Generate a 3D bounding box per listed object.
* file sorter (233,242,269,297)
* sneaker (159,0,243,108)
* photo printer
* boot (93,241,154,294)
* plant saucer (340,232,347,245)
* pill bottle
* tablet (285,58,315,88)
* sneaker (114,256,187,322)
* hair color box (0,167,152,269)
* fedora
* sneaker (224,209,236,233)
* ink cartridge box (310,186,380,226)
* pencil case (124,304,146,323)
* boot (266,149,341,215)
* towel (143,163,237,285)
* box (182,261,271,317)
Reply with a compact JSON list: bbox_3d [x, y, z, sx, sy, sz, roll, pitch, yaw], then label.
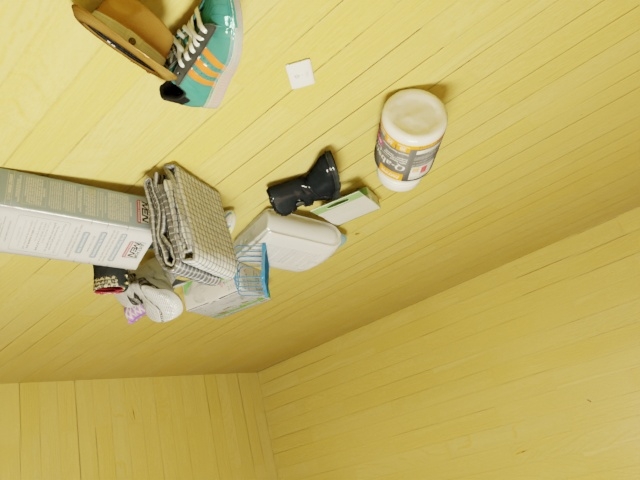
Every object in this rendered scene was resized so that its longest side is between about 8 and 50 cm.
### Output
[{"bbox_3d":[-0.221,0.099,1.758,0.104,0.118,0.170,0,153,0],"label":"file sorter"},{"bbox_3d":[-0.224,-0.341,0.997,0.121,0.108,0.302,-8,159,-26],"label":"sneaker"},{"bbox_3d":[-0.101,0.010,1.848,0.308,0.107,0.256,13,149,-31],"label":"photo printer"},{"bbox_3d":[-0.572,0.067,1.648,0.236,0.178,0.085,-5,153,-18],"label":"boot"},{"bbox_3d":[0.000,0.000,2.035,0.195,0.037,0.195,-13,157,-6],"label":"plant saucer"},{"bbox_3d":[0.225,-0.248,1.425,0.162,0.162,0.278,-12,157,-6],"label":"pill bottle"},{"bbox_3d":[-0.043,-0.361,1.194,0.054,0.006,0.083,-15,157,2],"label":"tablet"},{"bbox_3d":[-0.502,0.135,1.748,0.366,0.137,0.210,8,-147,44],"label":"sneaker"},{"bbox_3d":[-0.617,-0.043,1.366,0.374,0.113,0.185,12,139,-33],"label":"hair color box"},{"bbox_3d":[-0.312,-0.349,0.920,0.079,0.194,0.194,-58,151,-1],"label":"fedora"},{"bbox_3d":[-0.369,-0.028,1.673,0.240,0.091,0.126,-36,142,27],"label":"sneaker"},{"bbox_3d":[0.079,-0.119,1.757,0.171,0.056,0.235,-22,161,18],"label":"ink cartridge box"},{"bbox_3d":[-0.678,0.254,2.152,0.206,0.088,0.086,-26,153,27],"label":"pencil case"},{"bbox_3d":[-0.051,-0.153,1.564,0.207,0.094,0.246,-17,164,-4],"label":"boot"},{"bbox_3d":[-0.341,-0.032,1.425,0.121,0.283,0.235,-24,159,13],"label":"towel"},{"bbox_3d":[-0.369,0.205,2.174,0.262,0.126,0.231,-22,156,18],"label":"box"}]
